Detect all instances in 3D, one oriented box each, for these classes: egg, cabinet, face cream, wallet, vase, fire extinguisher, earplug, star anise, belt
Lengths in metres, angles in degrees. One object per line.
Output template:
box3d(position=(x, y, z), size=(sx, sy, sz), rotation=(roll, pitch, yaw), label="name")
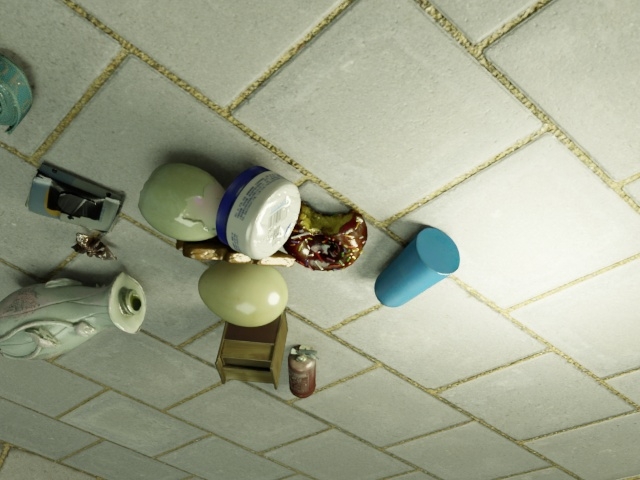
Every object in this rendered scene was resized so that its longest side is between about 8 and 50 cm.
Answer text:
box3d(position=(-0.214, 0.139, 1.900), size=(0.254, 0.188, 0.188), rotation=(14, 142, 8), label="egg")
box3d(position=(-0.204, 0.323, 2.099), size=(0.175, 0.215, 0.148), rotation=(4, 141, 7), label="cabinet")
box3d(position=(-0.312, -0.085, 1.639), size=(0.217, 0.183, 0.183), rotation=(27, 140, 4), label="egg")
box3d(position=(-0.139, -0.061, 1.609), size=(0.111, 0.206, 0.206), rotation=(28, 146, 21), label="face cream")
box3d(position=(-0.636, -0.095, 1.790), size=(0.231, 0.069, 0.170), rotation=(22, 135, -17), label="wallet")
box3d(position=(-0.751, 0.226, 2.077), size=(0.445, 0.250, 0.250), rotation=(-12, 137, 15), label="vase")
box3d(position=(-0.056, 0.425, 2.289), size=(0.105, 0.105, 0.269), rotation=(6, 142, 4), label="fire extinguisher")
box3d(position=(0.234, 0.090, 1.809), size=(0.132, 0.132, 0.273), rotation=(22, 143, -16), label="earplug")
box3d(position=(-0.632, 0.024, 1.939), size=(0.129, 0.056, 0.124), rotation=(26, 149, -16), label="star anise")
box3d(position=(-0.701, -0.330, 1.502), size=(0.147, 0.082, 0.163), rotation=(39, 140, -17), label="belt")

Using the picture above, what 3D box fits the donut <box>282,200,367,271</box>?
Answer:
box3d(position=(0.001, 0.000, 1.760), size=(0.230, 0.096, 0.216), rotation=(16, 140, -9), label="donut")

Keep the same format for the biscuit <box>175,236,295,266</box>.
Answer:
box3d(position=(-0.212, 0.022, 1.743), size=(0.301, 0.043, 0.278), rotation=(9, -174, -1), label="biscuit")
